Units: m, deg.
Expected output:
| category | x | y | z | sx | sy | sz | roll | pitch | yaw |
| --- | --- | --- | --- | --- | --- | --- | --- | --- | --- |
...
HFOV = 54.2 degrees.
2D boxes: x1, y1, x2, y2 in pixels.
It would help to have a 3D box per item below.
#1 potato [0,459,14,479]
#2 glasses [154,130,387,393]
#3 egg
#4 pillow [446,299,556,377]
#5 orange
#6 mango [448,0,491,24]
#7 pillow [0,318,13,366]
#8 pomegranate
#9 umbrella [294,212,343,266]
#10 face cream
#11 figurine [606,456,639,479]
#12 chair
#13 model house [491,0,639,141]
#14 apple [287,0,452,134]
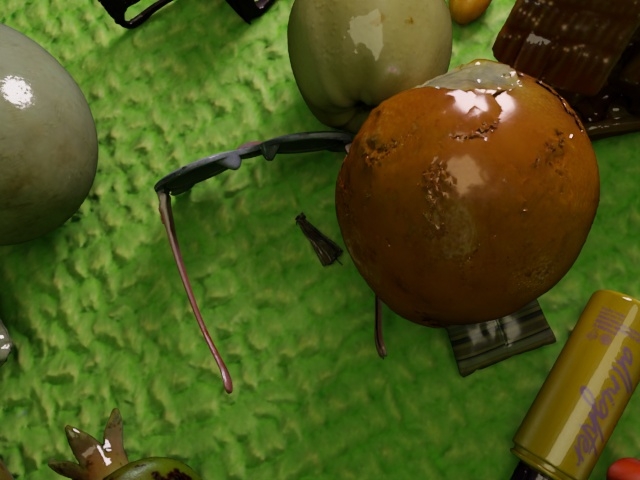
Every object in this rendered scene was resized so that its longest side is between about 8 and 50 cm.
| category | x | y | z | sx | sy | sz | roll | pitch | yaw |
| --- | --- | --- | --- | --- | --- | --- | --- | --- | --- |
| potato | -0.388 | 0.308 | 0.648 | 0.154 | 0.137 | 0.200 | -24 | 73 | -31 |
| glasses | -0.050 | 0.016 | 0.701 | 0.234 | 0.118 | 0.268 | -13 | 85 | 2 |
| egg | -0.374 | -0.131 | 0.703 | 0.218 | 0.218 | 0.295 | -31 | 63 | -1 |
| pillow | 0.168 | 0.036 | 0.692 | 0.113 | 0.038 | 0.203 | -22 | 75 | 1 |
| orange | 0.130 | -0.041 | 0.575 | 0.240 | 0.240 | 0.240 | -1 | 77 | 6 |
| mango | 0.184 | -0.308 | 0.767 | 0.060 | 0.046 | 0.089 | 20 | 93 | 12 |
| pillow | -0.518 | 0.087 | 0.739 | 0.274 | 0.076 | 0.281 | -35 | 79 | 8 |
| pomegranate | -0.197 | 0.270 | 0.626 | 0.156 | 0.156 | 0.220 | -43 | 72 | -4 |
| umbrella | -0.001 | 0.000 | 0.730 | 0.083 | 0.020 | 0.031 | 46 | 125 | 14 |
| face cream | 0.249 | 0.183 | 0.629 | 0.078 | 0.078 | 0.273 | 31 | 82 | 12 |
| figurine | 0.412 | 0.213 | 0.560 | 0.208 | 0.181 | 0.257 | 40 | 91 | -16 |
| chair | -0.148 | -0.320 | 0.776 | 0.229 | 0.106 | 0.113 | -40 | 74 | -2 |
| model house | 0.308 | -0.214 | 0.641 | 0.199 | 0.229 | 0.219 | 35 | 84 | 18 |
| apple | 0.052 | -0.213 | 0.686 | 0.200 | 0.200 | 0.200 | -1 | 77 | 6 |
